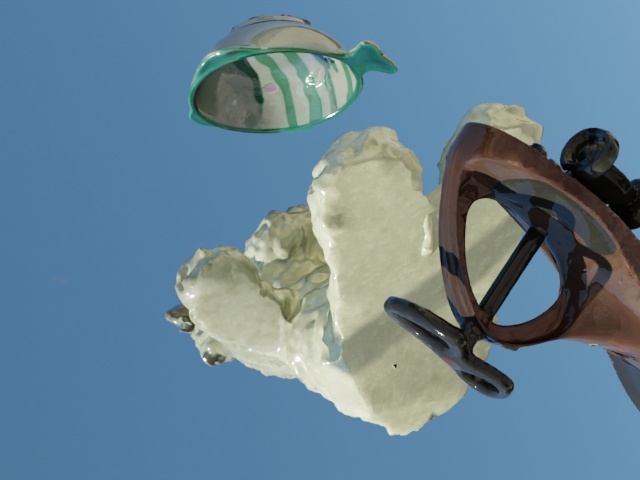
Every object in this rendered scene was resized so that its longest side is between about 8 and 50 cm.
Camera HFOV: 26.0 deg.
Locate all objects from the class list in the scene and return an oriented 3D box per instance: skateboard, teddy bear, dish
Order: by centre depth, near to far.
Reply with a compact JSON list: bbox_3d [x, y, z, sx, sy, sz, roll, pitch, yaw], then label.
[{"bbox_3d":[0.086,0.026,0.434,0.151,0.067,0.080,41,-102,-22],"label":"skateboard"},{"bbox_3d":[0.000,0.000,1.303,0.327,0.362,0.375,-15,-56,-26],"label":"teddy bear"},{"bbox_3d":[-0.040,-0.200,1.561,0.224,0.246,0.078,34,-135,-58],"label":"dish"}]
